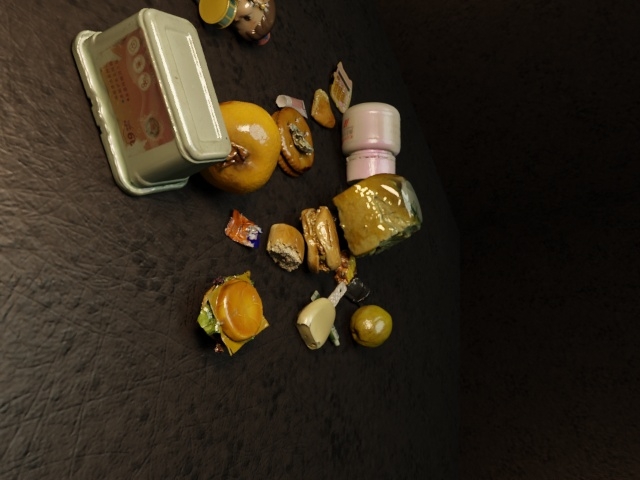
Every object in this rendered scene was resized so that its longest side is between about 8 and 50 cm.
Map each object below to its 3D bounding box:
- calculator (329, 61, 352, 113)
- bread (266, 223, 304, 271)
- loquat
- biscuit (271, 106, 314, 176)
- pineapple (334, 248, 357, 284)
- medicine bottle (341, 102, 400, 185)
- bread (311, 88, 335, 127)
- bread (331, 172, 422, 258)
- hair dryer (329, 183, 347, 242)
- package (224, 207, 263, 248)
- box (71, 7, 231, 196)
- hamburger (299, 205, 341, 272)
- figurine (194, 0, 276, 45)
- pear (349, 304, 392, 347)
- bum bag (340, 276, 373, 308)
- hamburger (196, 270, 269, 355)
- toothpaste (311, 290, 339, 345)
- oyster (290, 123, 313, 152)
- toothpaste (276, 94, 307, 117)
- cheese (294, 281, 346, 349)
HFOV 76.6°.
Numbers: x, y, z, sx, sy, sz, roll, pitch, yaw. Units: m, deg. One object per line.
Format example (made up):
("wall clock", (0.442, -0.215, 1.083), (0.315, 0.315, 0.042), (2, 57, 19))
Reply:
("calculator", (0.087, -0.666, 1.787), (0.157, 0.033, 0.236), (48, 42, -44))
("bread", (-0.092, 0.014, 1.146), (0.125, 0.082, 0.106), (44, 48, -43))
("loquat", (-0.190, -0.213, 0.926), (0.208, 0.208, 0.208), (31, 53, -54))
("biscuit", (-0.088, -0.314, 1.297), (0.220, 0.066, 0.220), (30, 55, -55))
("pineapple", (0.089, 0.106, 1.472), (0.116, 0.069, 0.137), (46, 50, -53))
("medicine bottle", (0.207, -0.384, 1.674), (0.241, 0.241, 0.301), (7, 82, -60))
("bread", (0.003, -0.494, 1.549), (0.154, 0.054, 0.136), (65, 34, -18))
("bread", (0.239, -0.094, 1.476), (0.395, 0.264, 0.239), (-1, 65, -65))
("hair dryer", (0.065, -0.125, 1.523), (0.128, 0.070, 0.255), (44, 36, -45))
("package", (-0.193, -0.027, 1.034), (0.111, 0.033, 0.077), (33, 74, -36))
("box", (-0.301, -0.261, 0.769), (0.175, 0.183, 0.311), (-28, 104, -61))
("hamburger", (0.000, 0.001, 1.260), (0.214, 0.108, 0.213), (-12, 90, -86))
("figurine", (-0.215, -0.632, 1.115), (0.275, 0.161, 0.158), (-8, 110, -60))
("pear", (0.178, 0.310, 1.463), (0.162, 0.149, 0.148), (-18, 96, -43))
("bum bag", (0.141, 0.196, 1.529), (0.087, 0.049, 0.198), (-51, 139, -2))
("hamburger", (-0.199, 0.157, 0.887), (0.189, 0.093, 0.164), (-8, 84, -63))
("toothpaste", (0.018, 0.257, 1.308), (0.204, 0.032, 0.049), (66, 30, -17))
("oyster", (-0.063, -0.311, 1.249), (0.100, 0.037, 0.098), (55, 12, -5))
("toothpaste", (-0.090, -0.461, 1.382), (0.194, 0.043, 0.067), (-22, 97, -67))
("cheese", (0.018, 0.212, 1.255), (0.251, 0.054, 0.127), (-47, 123, -43))
